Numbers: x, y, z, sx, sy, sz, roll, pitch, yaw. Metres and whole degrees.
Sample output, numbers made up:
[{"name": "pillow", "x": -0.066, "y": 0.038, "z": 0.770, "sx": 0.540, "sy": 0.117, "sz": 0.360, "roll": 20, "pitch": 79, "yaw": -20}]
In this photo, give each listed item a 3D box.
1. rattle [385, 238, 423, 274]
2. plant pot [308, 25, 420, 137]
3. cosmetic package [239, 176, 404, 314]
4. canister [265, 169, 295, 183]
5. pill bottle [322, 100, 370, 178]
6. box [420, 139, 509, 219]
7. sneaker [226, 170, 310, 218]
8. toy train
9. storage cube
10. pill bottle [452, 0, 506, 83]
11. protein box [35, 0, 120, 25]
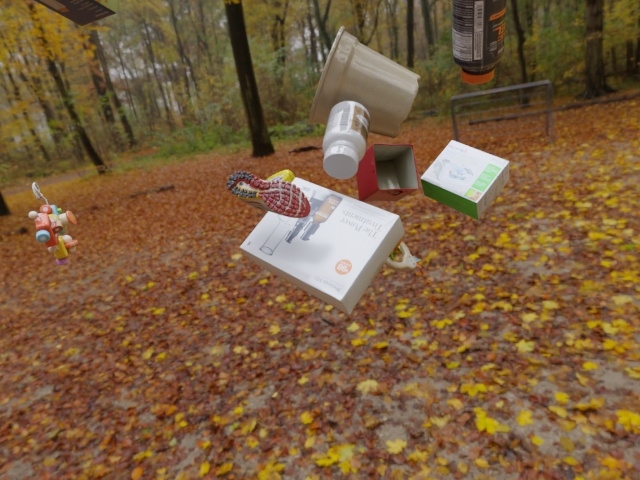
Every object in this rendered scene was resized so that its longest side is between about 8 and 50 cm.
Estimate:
[{"name": "rattle", "x": 0.302, "y": 0.035, "z": 1.588, "sx": 0.199, "sy": 0.143, "sz": 0.130, "roll": 27, "pitch": 33, "yaw": -12}, {"name": "plant pot", "x": 0.157, "y": -0.501, "z": 1.607, "sx": 0.305, "sy": 0.334, "sz": 0.334, "roll": 21, "pitch": 17, "yaw": -2}, {"name": "cosmetic package", "x": 0.000, "y": 0.000, "z": 1.332, "sx": 0.377, "sy": 0.097, "sz": 0.284, "roll": 24, "pitch": 70, "yaw": 33}, {"name": "canister", "x": -0.179, "y": -0.191, "z": 1.776, "sx": 0.126, "sy": 0.073, "sz": 0.170, "roll": -19, "pitch": 19, "yaw": 30}, {"name": "pill bottle", "x": 0.075, "y": -0.299, "z": 1.419, "sx": 0.131, "sy": 0.131, "sz": 0.229, "roll": -4, "pitch": 50, "yaw": 20}, {"name": "box", "x": 0.580, "y": -0.245, "z": 1.898, "sx": 0.262, "sy": 0.127, "sz": 0.231, "roll": 33, "pitch": 75, "yaw": 34}, {"name": "sneaker", "x": -0.129, "y": -0.116, "z": 1.236, "sx": 0.225, "sy": 0.088, "sz": 0.093, "roll": 23, "pitch": -10, "yaw": 10}, {"name": "toy train", "x": -0.455, "y": -0.031, "z": 0.817, "sx": 0.046, "sy": 0.125, "sz": 0.166, "roll": -19, "pitch": 42, "yaw": -19}, {"name": "storage cube", "x": 0.263, "y": -0.267, "z": 1.919, "sx": 0.183, "sy": 0.215, "sz": 0.193, "roll": -3, "pitch": -9, "yaw": -19}, {"name": "pill bottle", "x": 0.408, "y": -0.537, "z": 1.224, "sx": 0.130, "sy": 0.246, "sz": 0.130, "roll": -9, "pitch": 43, "yaw": 8}, {"name": "protein box", "x": -0.622, "y": -0.654, "z": 1.156, "sx": 0.199, "sy": 0.136, "sz": 0.201, "roll": 9, "pitch": -5, "yaw": 39}]
